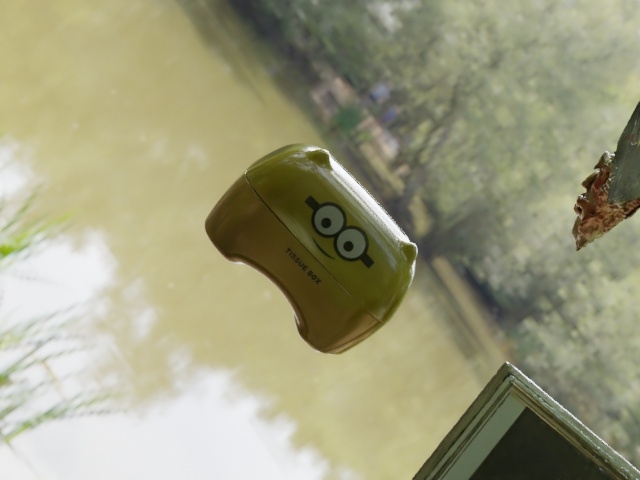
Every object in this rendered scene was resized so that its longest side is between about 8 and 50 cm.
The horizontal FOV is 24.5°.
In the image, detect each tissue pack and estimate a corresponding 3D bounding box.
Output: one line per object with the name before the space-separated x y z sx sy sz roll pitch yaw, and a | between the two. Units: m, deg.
tissue pack | 0.000 0.000 1.278 0.178 0.127 0.123 47 11 -6

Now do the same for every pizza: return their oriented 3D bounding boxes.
pizza | 0.328 -0.076 1.542 0.069 0.147 0.226 44 -18 4

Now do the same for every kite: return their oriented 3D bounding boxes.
kite | 0.373 -0.097 1.370 0.245 0.141 0.015 -2 39 -27

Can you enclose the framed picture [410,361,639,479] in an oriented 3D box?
framed picture | 0.159 0.289 1.303 0.231 0.293 0.018 39 -3 -10
